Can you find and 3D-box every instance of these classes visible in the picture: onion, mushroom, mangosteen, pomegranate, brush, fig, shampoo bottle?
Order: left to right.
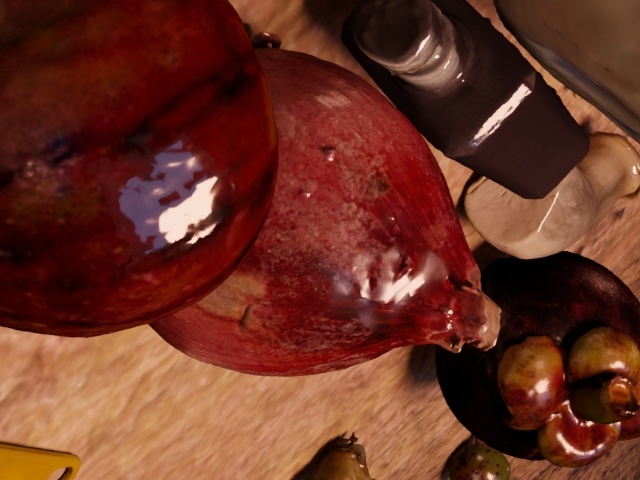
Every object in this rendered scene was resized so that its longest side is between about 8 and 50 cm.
[{"bbox_3d":[-0.177,0.112,0.619,0.083,0.011,0.205,-54,156,-3],"label":"brush"},{"bbox_3d":[-0.094,-0.028,0.414,0.148,0.149,0.202,56,47,-18],"label":"fig"},{"bbox_3d":[0.000,0.000,0.571,0.159,0.195,0.159,-53,161,-26],"label":"onion"},{"bbox_3d":[0.080,-0.084,0.667,0.071,0.098,0.309,-43,165,13],"label":"shampoo bottle"},{"bbox_3d":[0.180,0.251,1.351,0.073,0.073,0.084,-2,106,-60],"label":"pomegranate"},{"bbox_3d":[0.202,0.109,1.018,0.194,0.230,0.194,-8,116,-17],"label":"mangosteen"},{"bbox_3d":[0.204,-0.040,1.006,0.223,0.081,0.092,-15,112,-52],"label":"mushroom"}]

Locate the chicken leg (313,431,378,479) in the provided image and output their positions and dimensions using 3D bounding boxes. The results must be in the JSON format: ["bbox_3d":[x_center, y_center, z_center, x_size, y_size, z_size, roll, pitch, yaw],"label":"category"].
[{"bbox_3d":[-0.016,0.252,0.969,0.227,0.103,0.088,-41,137,-34],"label":"chicken leg"}]

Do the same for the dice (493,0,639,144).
[{"bbox_3d":[0.270,-0.137,0.591,0.268,0.262,0.264,-53,156,8],"label":"dice"}]

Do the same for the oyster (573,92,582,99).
[{"bbox_3d":[0.247,-0.186,0.942,0.121,0.045,0.146,-42,145,-18],"label":"oyster"}]
